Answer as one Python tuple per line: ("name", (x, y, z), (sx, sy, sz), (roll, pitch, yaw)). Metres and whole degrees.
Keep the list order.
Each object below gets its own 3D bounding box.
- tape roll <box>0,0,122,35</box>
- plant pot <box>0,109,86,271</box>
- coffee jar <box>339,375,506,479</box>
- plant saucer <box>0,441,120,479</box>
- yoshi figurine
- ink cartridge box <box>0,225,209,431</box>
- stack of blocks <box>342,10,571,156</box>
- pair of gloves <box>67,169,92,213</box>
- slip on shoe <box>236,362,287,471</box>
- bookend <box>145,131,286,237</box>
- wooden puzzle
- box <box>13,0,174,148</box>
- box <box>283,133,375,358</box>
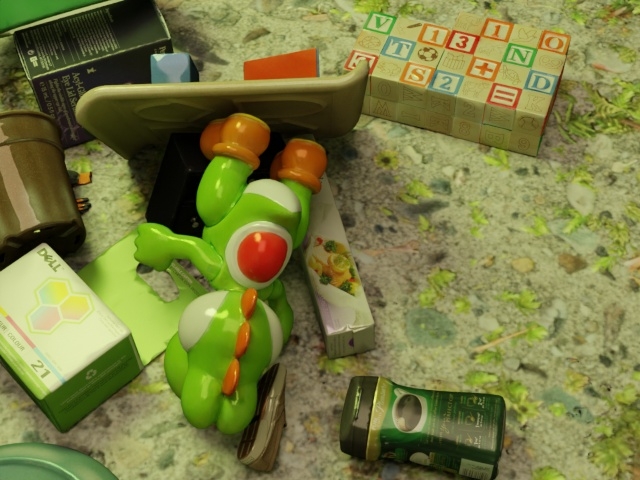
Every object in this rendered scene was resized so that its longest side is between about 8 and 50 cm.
("tape roll", (-0.373, -0.369, 1.433), (0.321, 0.077, 0.321), (-16, 14, 4))
("plant pot", (-0.394, -0.056, 1.280), (0.167, 0.167, 0.165), (-23, 70, -14))
("coffee jar", (0.116, 0.213, 1.115), (0.184, 0.079, 0.096), (9, 59, 7))
("plant saucer", (-0.347, 0.359, 1.048), (0.317, 0.044, 0.318), (-3, 54, 4))
("yoshi figurine", (-0.109, 0.050, 1.157), (0.203, 0.203, 0.362), (4, 69, 17))
("ink cartridge box", (-0.283, 0.080, 1.215), (0.255, 0.097, 0.189), (-39, 62, -22))
("stack of blocks", (0.199, -0.247, 1.433), (0.297, 0.087, 0.171), (16, 57, 13))
("pair of gloves", (-0.361, -0.067, 1.375), (0.074, 0.010, 0.083), (-7, 54, -2))
("slip on shoe", (-0.059, 0.209, 1.151), (0.041, 0.051, 0.135), (35, 44, -22))
("bookend", (-0.136, -0.064, 1.298), (0.156, 0.157, 0.072), (-4, 50, -31))
("wooden puzzle", (-0.115, -0.183, 1.268), (0.347, 0.322, 0.080), (-7, 86, 0))
("box", (-0.316, -0.244, 1.412), (0.207, 0.153, 0.108), (-20, 57, -11))
("box", (0.000, 0.000, 1.280), (0.063, 0.067, 0.324), (-12, 54, -7))
